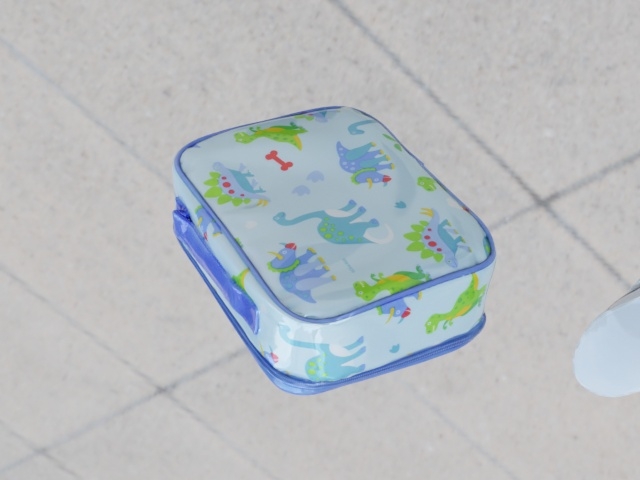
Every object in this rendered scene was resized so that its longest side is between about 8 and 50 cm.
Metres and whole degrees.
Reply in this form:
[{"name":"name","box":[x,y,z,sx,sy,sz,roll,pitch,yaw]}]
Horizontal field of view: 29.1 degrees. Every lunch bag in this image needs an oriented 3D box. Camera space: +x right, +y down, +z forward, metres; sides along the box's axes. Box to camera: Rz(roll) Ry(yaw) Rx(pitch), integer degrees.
[{"name":"lunch bag","box":[0.000,0.000,0.859,0.219,0.176,0.090,49,147,40]}]

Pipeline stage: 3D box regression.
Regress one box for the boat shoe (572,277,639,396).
[{"name":"boat shoe","box":[0.380,0.063,1.324,0.096,0.088,0.267,42,116,13]}]
